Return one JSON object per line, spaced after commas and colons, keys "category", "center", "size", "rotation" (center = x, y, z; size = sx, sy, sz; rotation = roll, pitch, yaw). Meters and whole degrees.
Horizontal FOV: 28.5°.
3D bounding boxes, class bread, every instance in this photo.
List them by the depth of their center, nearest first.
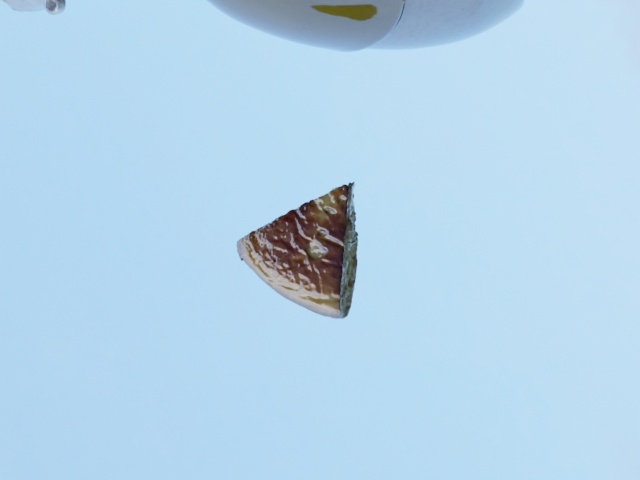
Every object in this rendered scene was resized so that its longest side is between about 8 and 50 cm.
{"category": "bread", "center": [-0.002, 0.025, 1.365], "size": [0.054, 0.154, 0.136], "rotation": [17, -135, -62]}

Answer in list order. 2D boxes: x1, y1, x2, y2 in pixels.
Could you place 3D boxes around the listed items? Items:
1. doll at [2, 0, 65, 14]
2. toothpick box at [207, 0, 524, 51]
{"category": "doll", "center": [-0.286, -0.237, 1.016], "size": [0.227, 0.114, 0.057], "rotation": [27, -169, 24]}
{"category": "toothpick box", "center": [0.022, -0.412, 1.359], "size": [0.426, 0.408, 0.408], "rotation": [5, -132, 8]}
